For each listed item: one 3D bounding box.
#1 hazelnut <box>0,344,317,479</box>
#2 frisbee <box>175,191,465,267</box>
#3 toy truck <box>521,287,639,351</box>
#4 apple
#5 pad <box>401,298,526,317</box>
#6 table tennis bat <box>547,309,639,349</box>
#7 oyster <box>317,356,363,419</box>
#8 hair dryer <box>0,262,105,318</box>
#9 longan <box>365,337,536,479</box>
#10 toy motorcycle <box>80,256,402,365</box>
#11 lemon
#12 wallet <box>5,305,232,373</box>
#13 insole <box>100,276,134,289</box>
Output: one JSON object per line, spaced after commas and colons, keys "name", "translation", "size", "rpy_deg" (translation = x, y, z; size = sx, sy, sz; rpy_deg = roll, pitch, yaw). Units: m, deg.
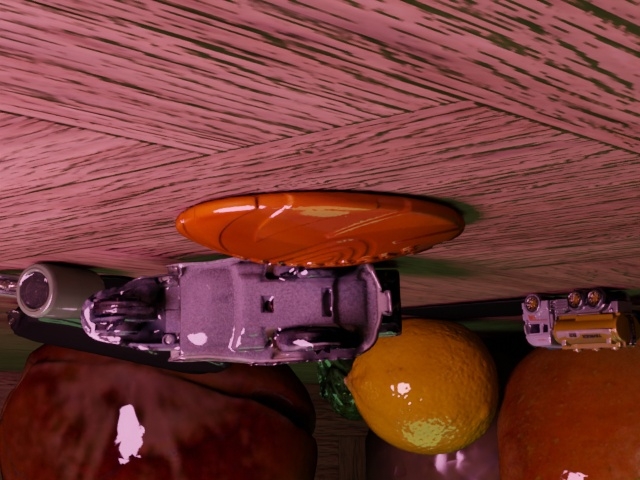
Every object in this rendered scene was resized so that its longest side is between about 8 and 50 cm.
{"name": "hazelnut", "translation": [-0.222, 0.295, 1.696], "size": [0.429, 0.402, 0.402], "rpy_deg": [11, 172, 2]}
{"name": "frisbee", "translation": [0.000, 0.000, 0.838], "size": [0.192, 0.035, 0.192], "rpy_deg": [-1, 172, 0]}
{"name": "toy truck", "translation": [0.266, 0.083, 1.293], "size": [0.052, 0.062, 0.123], "rpy_deg": [7, 169, -42]}
{"name": "apple", "translation": [0.402, 0.290, 1.594], "size": [0.374, 0.384, 0.374], "rpy_deg": [0, 165, 0]}
{"name": "pad", "translation": [0.200, 0.082, 1.480], "size": [0.170, 0.006, 0.245], "rpy_deg": [8, 169, -41]}
{"name": "table tennis bat", "translation": [0.405, 0.093, 1.376], "size": [0.329, 0.044, 0.215], "rpy_deg": [-5, 180, 28]}
{"name": "oyster", "translation": [0.115, 0.249, 2.235], "size": [0.351, 0.158, 0.162], "rpy_deg": [19, 118, -44]}
{"name": "hair dryer", "translation": [-0.270, 0.043, 1.125], "size": [0.150, 0.047, 0.071], "rpy_deg": [2, 175, 30]}
{"name": "longan", "translation": [0.264, 0.339, 1.966], "size": [0.391, 0.391, 0.391], "rpy_deg": [0, 172, 0]}
{"name": "toy motorcycle", "translation": [-0.064, 0.059, 1.054], "size": [0.263, 0.090, 0.157], "rpy_deg": [-3, 176, 3]}
{"name": "lemon", "translation": [0.130, 0.185, 1.610], "size": [0.203, 0.178, 0.178], "rpy_deg": [3, 171, -6]}
{"name": "wallet", "translation": [-0.227, 0.109, 1.426], "size": [0.250, 0.044, 0.149], "rpy_deg": [16, 165, -20]}
{"name": "insole", "translation": [-0.196, 0.052, 1.297], "size": [0.086, 0.005, 0.253], "rpy_deg": [0, 171, 8]}
